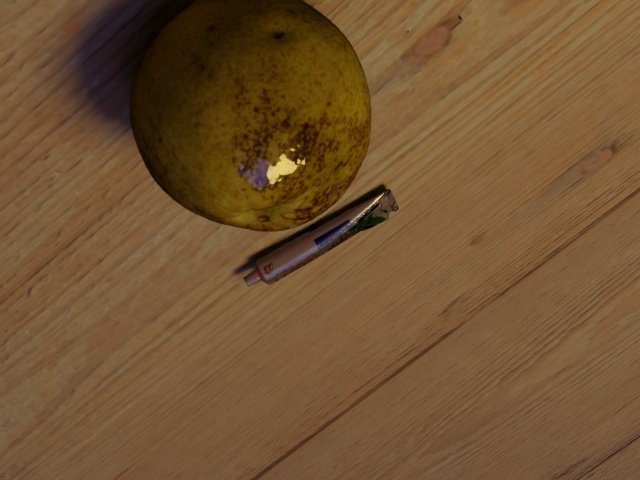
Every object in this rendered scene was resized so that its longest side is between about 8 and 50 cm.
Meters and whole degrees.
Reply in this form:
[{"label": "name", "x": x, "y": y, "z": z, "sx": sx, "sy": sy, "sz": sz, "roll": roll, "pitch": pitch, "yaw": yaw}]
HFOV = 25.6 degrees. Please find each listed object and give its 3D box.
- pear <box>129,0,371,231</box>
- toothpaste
[{"label": "pear", "x": -0.051, "y": -0.096, "z": 1.126, "sx": 0.197, "sy": 0.197, "sz": 0.197, "roll": -15, "pitch": 142, "yaw": -12}, {"label": "toothpaste", "x": 0.000, "y": 0.000, "z": 1.396, "sx": 0.170, "sy": 0.028, "sz": 0.045, "roll": -30, "pitch": 149, "yaw": 1}]
